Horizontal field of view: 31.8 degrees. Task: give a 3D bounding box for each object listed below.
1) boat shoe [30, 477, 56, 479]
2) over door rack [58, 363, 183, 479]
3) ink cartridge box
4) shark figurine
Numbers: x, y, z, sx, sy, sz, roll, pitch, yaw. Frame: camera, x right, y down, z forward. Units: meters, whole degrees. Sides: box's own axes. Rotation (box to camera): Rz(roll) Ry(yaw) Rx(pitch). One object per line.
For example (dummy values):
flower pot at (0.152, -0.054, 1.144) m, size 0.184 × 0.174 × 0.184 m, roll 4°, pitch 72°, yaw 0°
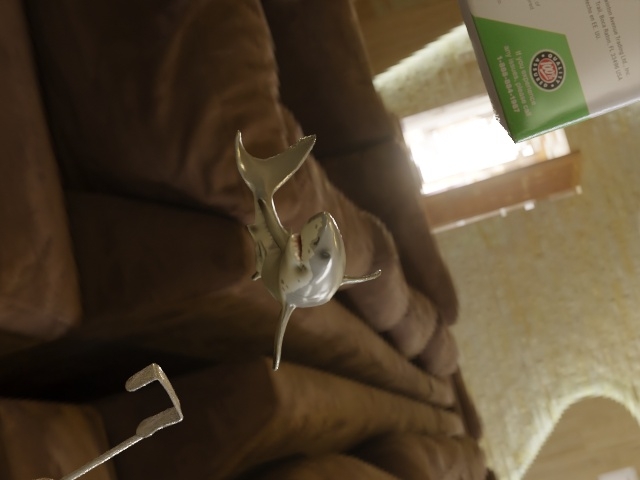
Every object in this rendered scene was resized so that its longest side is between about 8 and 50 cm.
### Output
boat shoe at (-0.238, 0.254, 0.678) m, size 0.109 × 0.098 × 0.302 m, roll 60°, pitch 25°, yaw -17°
over door rack at (-0.204, 0.291, 0.892) m, size 0.108 × 0.324 × 0.239 m, roll 44°, pitch 11°, yaw -34°
ink cartridge box at (0.194, -0.174, 0.692) m, size 0.092 × 0.219 × 0.160 m, roll -79°, pitch 150°, yaw -76°
shark figurine at (-0.007, 0.007, 1.017) m, size 0.278 × 0.116 × 0.166 m, roll -123°, pitch -146°, yaw -65°
